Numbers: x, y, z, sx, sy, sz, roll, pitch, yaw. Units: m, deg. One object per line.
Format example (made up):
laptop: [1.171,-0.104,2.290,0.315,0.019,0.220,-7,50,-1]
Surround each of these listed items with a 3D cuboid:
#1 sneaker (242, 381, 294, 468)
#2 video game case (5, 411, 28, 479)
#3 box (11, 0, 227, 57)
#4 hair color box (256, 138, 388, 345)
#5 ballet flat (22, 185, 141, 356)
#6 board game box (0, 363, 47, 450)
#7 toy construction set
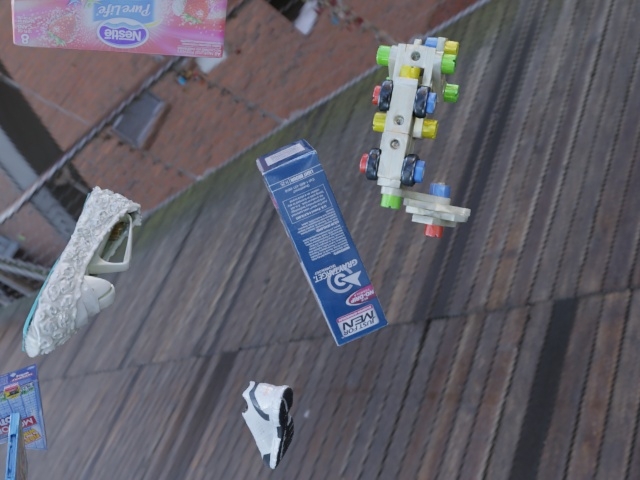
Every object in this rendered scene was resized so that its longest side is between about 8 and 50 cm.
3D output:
sneaker: [-0.050,0.172,0.784,0.040,0.044,0.109,-56,-25,-50]
video game case: [-0.418,0.337,1.141,0.166,0.015,0.119,-114,26,-54]
box: [-0.297,-0.362,1.223,0.154,0.300,0.142,-127,41,-58]
hair color box: [0.000,0.000,1.516,0.105,0.347,0.174,-24,16,-1]
ballet flat: [-0.449,0.053,1.625,0.147,0.147,0.409,-33,33,40]
board game box: [-0.666,0.381,1.767,0.194,0.194,0.060,-18,33,-10]
toy construction set: [0.146,-0.165,1.284,0.215,0.151,0.327,-6,-89,-77]
